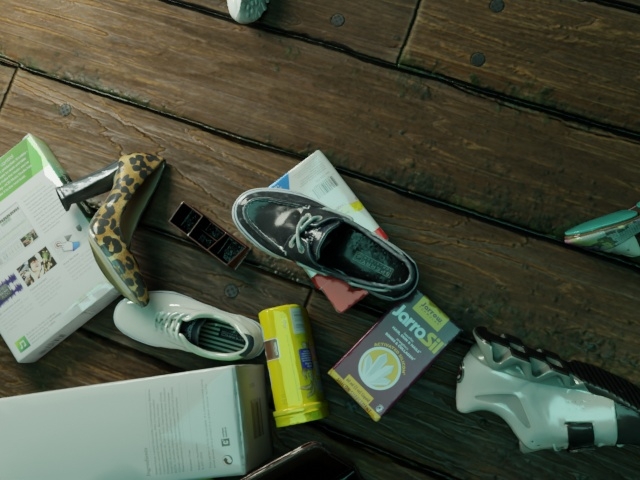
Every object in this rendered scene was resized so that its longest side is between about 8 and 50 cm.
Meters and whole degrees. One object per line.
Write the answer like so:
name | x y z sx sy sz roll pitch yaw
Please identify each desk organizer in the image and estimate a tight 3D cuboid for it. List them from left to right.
desk organizer | -0.183 -0.008 1.124 0.130 0.050 0.047 35 87 12

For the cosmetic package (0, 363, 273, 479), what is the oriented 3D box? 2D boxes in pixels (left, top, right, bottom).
cosmetic package | -0.271 0.284 1.017 0.365 0.197 0.155 -8 80 6

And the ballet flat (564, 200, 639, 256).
ballet flat | 0.483 -0.024 1.026 0.221 0.077 0.079 -27 97 3

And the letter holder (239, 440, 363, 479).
letter holder | -0.076 0.428 0.933 0.302 0.214 0.152 -31 55 2

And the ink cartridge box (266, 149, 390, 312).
ink cartridge box | 0.017 -0.010 1.081 0.134 0.078 0.231 -36 78 2

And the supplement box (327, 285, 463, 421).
supplement box | 0.115 0.170 1.036 0.104 0.081 0.188 43 89 13

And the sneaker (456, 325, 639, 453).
sneaker | 0.354 0.250 0.983 0.330 0.122 0.146 21 102 10

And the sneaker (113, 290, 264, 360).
sneaker | -0.215 0.131 1.084 0.258 0.091 0.094 8 82 9

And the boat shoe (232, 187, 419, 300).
boat shoe | 0.000 0.000 0.989 0.301 0.102 0.108 28 87 12

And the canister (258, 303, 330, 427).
canister | -0.041 0.189 1.034 0.073 0.126 0.170 -13 77 6

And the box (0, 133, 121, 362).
box | -0.492 0.011 1.165 0.232 0.058 0.322 -37 79 1

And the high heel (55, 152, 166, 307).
high heel | -0.286 -0.029 1.102 0.186 0.093 0.261 -28 69 -24

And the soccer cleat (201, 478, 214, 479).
soccer cleat | -0.303 0.417 1.052 0.289 0.093 0.121 -29 71 2

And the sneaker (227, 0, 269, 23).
sneaker | -0.145 -0.484 1.190 0.095 0.090 0.235 -3 77 21
